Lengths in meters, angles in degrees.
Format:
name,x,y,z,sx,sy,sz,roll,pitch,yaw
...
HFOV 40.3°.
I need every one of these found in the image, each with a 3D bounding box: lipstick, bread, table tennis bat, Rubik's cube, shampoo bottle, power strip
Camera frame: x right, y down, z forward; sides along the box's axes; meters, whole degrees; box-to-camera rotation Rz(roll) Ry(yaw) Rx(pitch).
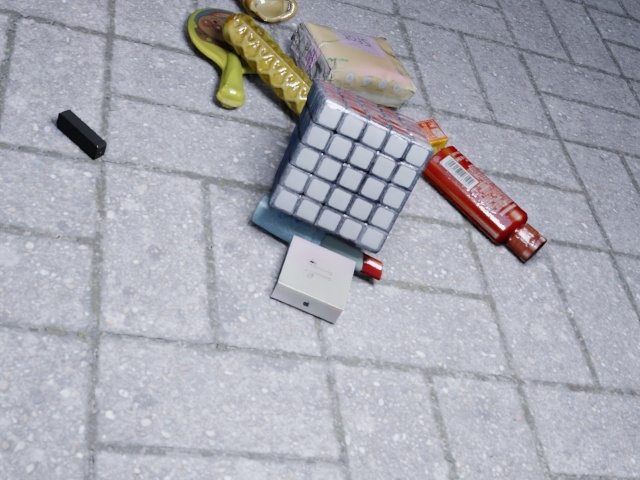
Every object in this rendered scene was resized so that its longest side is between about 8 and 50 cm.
name,x,y,z,sx,sy,sz,roll,pitch,yaw
lipstick,0.000,0.000,1.687,0.274,0.061,0.068,27,49,-2
bread,-0.160,-0.630,2.191,0.134,0.081,0.225,-14,59,-31
table tennis bat,-0.202,-0.426,1.993,0.224,0.054,0.368,18,41,-18
Rubik's cube,0.053,-0.147,1.685,0.238,0.237,0.237,22,16,-9
shampoo bottle,0.369,-0.083,1.957,0.314,0.076,0.118,45,44,16
bread,-0.080,-0.365,1.941,0.084,0.077,0.367,-44,91,-7
power strip,-0.452,-0.201,1.653,0.111,0.038,0.029,42,43,11

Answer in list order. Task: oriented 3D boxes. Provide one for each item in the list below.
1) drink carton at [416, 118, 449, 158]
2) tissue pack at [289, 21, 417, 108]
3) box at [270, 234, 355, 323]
name,x,y,z,sx,sy,sz,roll,pitch,yaw
drink carton,0.177,-0.205,1.954,0.223,0.096,0.071,-15,59,-38
tissue pack,0.076,-0.410,2.079,0.257,0.123,0.215,4,46,-35
box,-0.012,0.072,1.619,0.129,0.051,0.130,24,42,-7
